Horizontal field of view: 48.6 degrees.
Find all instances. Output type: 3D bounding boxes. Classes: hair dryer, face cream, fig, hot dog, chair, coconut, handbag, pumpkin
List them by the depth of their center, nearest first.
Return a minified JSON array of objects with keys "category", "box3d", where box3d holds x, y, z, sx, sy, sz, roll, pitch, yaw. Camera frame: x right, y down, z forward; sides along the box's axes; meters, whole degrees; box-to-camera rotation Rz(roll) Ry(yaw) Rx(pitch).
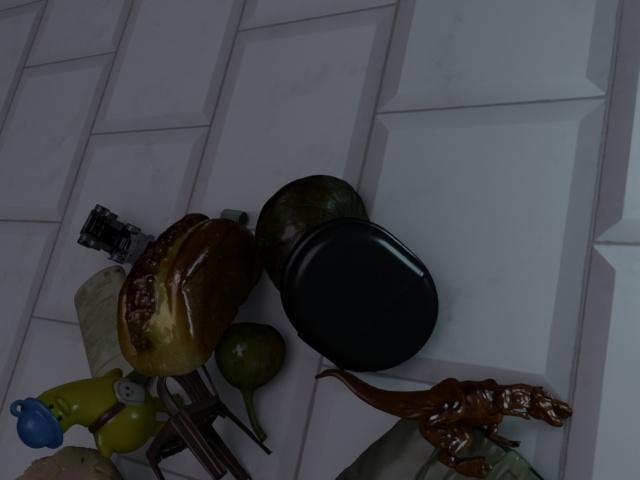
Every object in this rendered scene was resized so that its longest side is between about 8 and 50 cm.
[{"category":"handbag","box3d":[0.211,0.418,1.172,0.253,0.109,0.316,-49,52,-3]},{"category":"handbag","box3d":[0.072,0.104,1.289,0.254,0.308,0.093,-50,15,0]},{"category":"chair","box3d":[-0.268,0.356,1.415,0.326,0.183,0.175,46,118,23]},{"category":"pumpkin","box3d":[0.000,0.000,1.416,0.242,0.232,0.325,-24,63,21]},{"category":"hot dog","box3d":[-0.271,0.080,1.460,0.185,0.223,0.405,-3,32,24]},{"category":"fig","box3d":[-0.143,0.293,1.477,0.149,0.149,0.245,-5,88,32]},{"category":"coconut","box3d":[-0.530,0.579,1.527,0.233,0.245,0.233,-3,40,3]},{"category":"hair dryer","box3d":[-0.216,-0.013,1.688,0.063,0.038,0.124,10,84,38]},{"category":"face cream","box3d":[-0.513,0.239,1.747,0.173,0.081,0.348,-39,54,16]}]

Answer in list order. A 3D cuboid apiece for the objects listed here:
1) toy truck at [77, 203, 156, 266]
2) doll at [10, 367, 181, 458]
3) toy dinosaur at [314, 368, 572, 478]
[{"category":"toy truck","box3d":[-0.531,-0.009,1.837,0.253,0.124,0.114,23,85,36]},{"category":"doll","box3d":[-0.468,0.363,1.501,0.145,0.363,0.199,-43,48,37]},{"category":"toy dinosaur","box3d":[0.188,0.274,1.128,0.432,0.208,0.097,6,115,8]}]
